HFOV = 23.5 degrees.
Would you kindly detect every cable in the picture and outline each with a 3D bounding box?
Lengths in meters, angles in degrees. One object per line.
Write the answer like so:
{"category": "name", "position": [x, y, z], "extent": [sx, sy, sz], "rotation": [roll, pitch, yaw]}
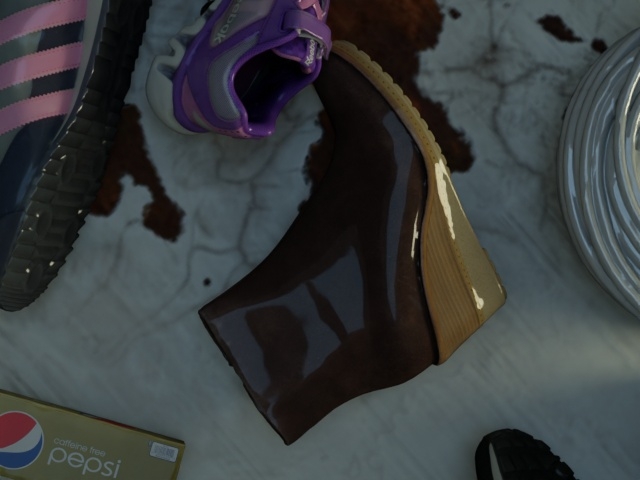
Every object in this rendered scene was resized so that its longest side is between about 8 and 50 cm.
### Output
{"category": "cable", "position": [0.301, -0.049, 1.161], "extent": [0.257, 0.089, 0.257], "rotation": [40, 84, -2]}

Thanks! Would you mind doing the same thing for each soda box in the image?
{"category": "soda box", "position": [-0.192, 0.149, 1.108], "extent": [0.181, 0.061, 0.058], "rotation": [17, 84, -4]}

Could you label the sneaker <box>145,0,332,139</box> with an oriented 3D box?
{"category": "sneaker", "position": [-0.025, -0.168, 1.111], "extent": [0.095, 0.104, 0.236], "rotation": [29, 92, -44]}

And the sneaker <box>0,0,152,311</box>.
{"category": "sneaker", "position": [-0.217, -0.111, 1.119], "extent": [0.131, 0.112, 0.319], "rotation": [14, 81, 13]}

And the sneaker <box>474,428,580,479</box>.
{"category": "sneaker", "position": [0.152, 0.280, 1.110], "extent": [0.124, 0.107, 0.283], "rotation": [-36, 63, 33]}

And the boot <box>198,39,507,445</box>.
{"category": "boot", "position": [0.000, 0.000, 1.125], "extent": [0.207, 0.090, 0.248], "rotation": [-29, 92, -9]}

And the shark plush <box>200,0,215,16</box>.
{"category": "shark plush", "position": [-0.049, -0.210, 1.159], "extent": [0.067, 0.073, 0.161], "rotation": [23, 77, -34]}
